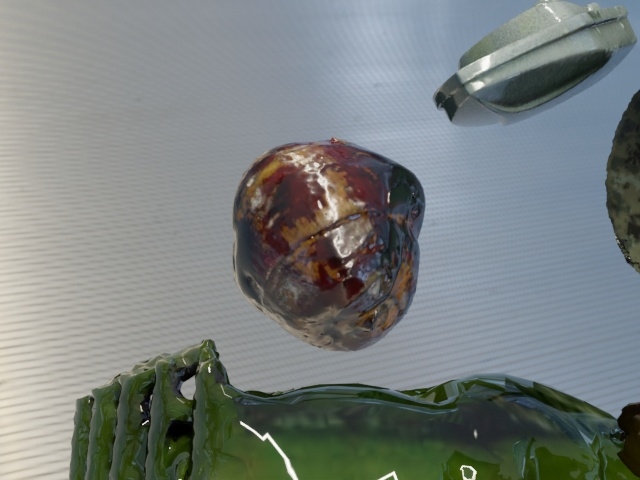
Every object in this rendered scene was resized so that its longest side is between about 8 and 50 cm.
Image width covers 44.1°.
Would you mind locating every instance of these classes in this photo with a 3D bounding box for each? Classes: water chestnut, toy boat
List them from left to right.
[{"bbox_3d":[0.000,0.000,1.000,0.244,0.289,0.289,-5,39,25],"label":"water chestnut"},{"bbox_3d":[0.183,-0.158,0.702,0.319,0.141,0.092,-29,90,-55],"label":"toy boat"}]

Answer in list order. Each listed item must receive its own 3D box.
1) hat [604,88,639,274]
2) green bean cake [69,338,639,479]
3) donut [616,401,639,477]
[{"bbox_3d":[0.396,-0.067,0.723,0.128,0.265,0.265,7,46,-14],"label":"hat"},{"bbox_3d":[0.016,0.192,0.517,0.319,0.335,0.218,11,72,-31],"label":"green bean cake"},{"bbox_3d":[0.256,0.091,0.281,0.272,0.272,0.107,0,65,-17],"label":"donut"}]
